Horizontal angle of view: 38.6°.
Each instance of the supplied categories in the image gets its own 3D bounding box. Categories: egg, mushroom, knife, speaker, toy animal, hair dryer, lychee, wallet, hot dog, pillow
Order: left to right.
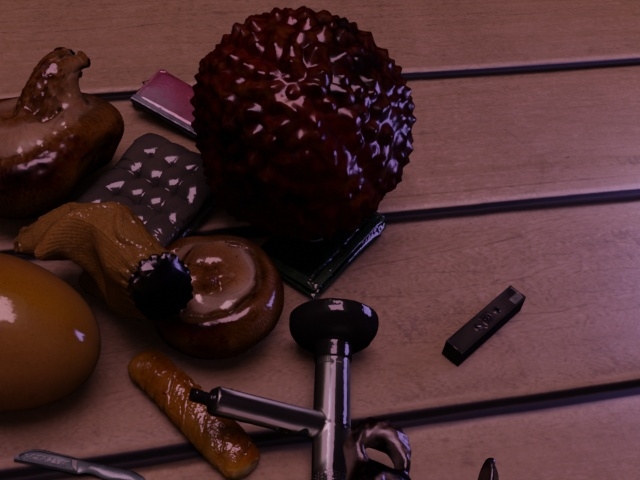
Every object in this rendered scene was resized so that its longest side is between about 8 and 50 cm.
[{"bbox_3d":[-0.511,0.148,1.450,0.323,0.250,0.250,15,49,-5],"label":"egg"},{"bbox_3d":[-0.557,-0.205,1.737,0.346,0.259,0.345,-4,34,3],"label":"mushroom"},{"bbox_3d":[-0.379,0.357,1.439,0.210,0.015,0.028,12,55,4],"label":"knife"},{"bbox_3d":[-0.334,-0.066,1.757,0.228,0.101,0.326,26,49,16],"label":"pillow"},{"bbox_3d":[-0.214,0.279,1.500,0.286,0.061,0.088,34,65,23],"label":"hot dog"},{"bbox_3d":[-0.279,-0.282,1.971,0.232,0.025,0.119,30,53,5],"label":"wallet"},{"bbox_3d":[-0.184,0.095,1.597,0.253,0.153,0.253,2,49,-2],"label":"mushroom"},{"bbox_3d":[-0.039,0.217,1.458,0.284,0.156,0.320,39,44,-32],"label":"hair dryer"},{"bbox_3d":[-0.034,-0.205,1.673,0.425,0.500,0.424,-2,77,9],"label":"lychee"},{"bbox_3d":[0.000,-0.002,1.773,0.160,0.055,0.236,29,53,26],"label":"wallet"},{"bbox_3d":[0.170,0.420,1.334,0.345,0.194,0.302,14,54,-2],"label":"toy animal"},{"bbox_3d":[0.301,0.154,1.675,0.191,0.046,0.040,-35,62,-30],"label":"speaker"}]

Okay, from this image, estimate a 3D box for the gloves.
[{"bbox_3d":[-0.356,0.022,1.521,0.357,0.203,0.155,17,61,32],"label":"gloves"}]

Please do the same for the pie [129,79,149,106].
[{"bbox_3d":[-0.334,-0.320,2.016,0.170,0.034,0.092,3,53,-8],"label":"pie"}]
